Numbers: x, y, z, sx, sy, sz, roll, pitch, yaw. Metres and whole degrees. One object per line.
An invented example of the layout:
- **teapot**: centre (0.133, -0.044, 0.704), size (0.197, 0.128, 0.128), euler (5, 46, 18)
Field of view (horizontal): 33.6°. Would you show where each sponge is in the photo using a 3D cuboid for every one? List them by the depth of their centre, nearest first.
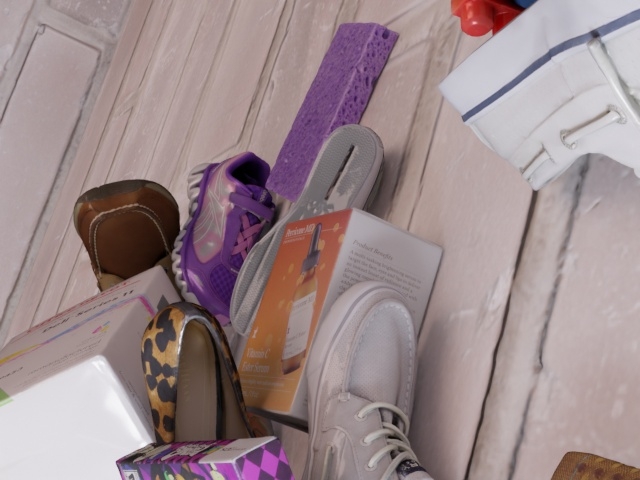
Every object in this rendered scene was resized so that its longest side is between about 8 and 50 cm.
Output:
- **sponge**: centre (0.009, -0.139, 1.166), size (0.210, 0.031, 0.117), euler (-66, 23, 1)

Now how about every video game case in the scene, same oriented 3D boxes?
- **video game case**: centre (-0.050, 0.249, 0.725), size (0.210, 0.041, 0.232), euler (-19, 92, 57)

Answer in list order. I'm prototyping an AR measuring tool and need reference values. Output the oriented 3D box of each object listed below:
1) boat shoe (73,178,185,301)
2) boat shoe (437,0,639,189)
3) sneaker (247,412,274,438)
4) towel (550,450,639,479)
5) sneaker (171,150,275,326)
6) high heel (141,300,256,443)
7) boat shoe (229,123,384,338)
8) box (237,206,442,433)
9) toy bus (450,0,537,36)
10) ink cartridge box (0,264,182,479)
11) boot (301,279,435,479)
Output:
- **boat shoe**: centre (-0.210, 0.042, 1.274), size (0.324, 0.122, 0.120), euler (87, 165, -64)
- **boat shoe**: centre (0.188, -0.087, 0.582), size (0.136, 0.156, 0.367), euler (-38, 2, -18)
- **sneaker**: centre (-0.120, 0.276, 0.946), size (0.121, 0.108, 0.302), euler (-36, 37, 47)
- **towel**: centre (0.107, 0.277, 0.451), size (0.370, 0.040, 0.271), euler (-57, 21, -13)
- **sneaker**: centre (-0.101, -0.014, 1.225), size (0.104, 0.095, 0.236), euler (-27, 44, 30)
- **high heel**: centre (-0.074, 0.180, 0.815), size (0.261, 0.093, 0.186), euler (61, 156, 21)
- **boat shoe**: centre (0.000, 0.000, 1.006), size (0.226, 0.083, 0.076), euler (-56, -21, 4)
- **box**: centre (0.010, 0.072, 0.879), size (0.130, 0.091, 0.170), euler (-12, 57, 63)
- **toy bus**: centre (0.114, -0.264, 0.829), size (0.149, 0.220, 0.211), euler (-35, 44, 56)
- **ink cartridge box**: centre (-0.243, 0.142, 1.095), size (0.207, 0.119, 0.353), euler (-26, 12, 8)
- **boot**: centre (0.047, 0.153, 0.742), size (0.123, 0.095, 0.258), euler (-6, 71, 58)
